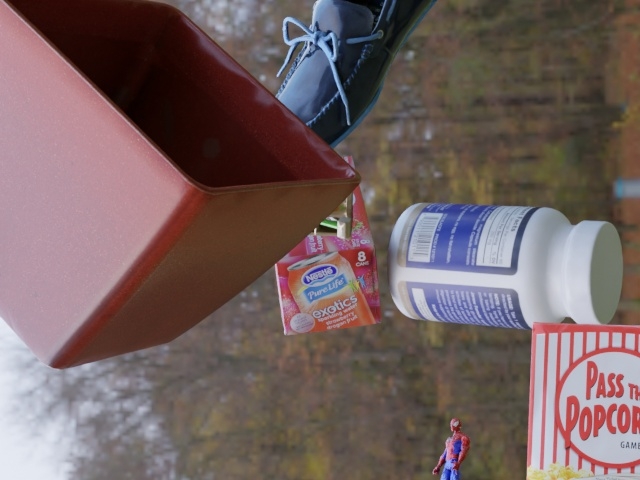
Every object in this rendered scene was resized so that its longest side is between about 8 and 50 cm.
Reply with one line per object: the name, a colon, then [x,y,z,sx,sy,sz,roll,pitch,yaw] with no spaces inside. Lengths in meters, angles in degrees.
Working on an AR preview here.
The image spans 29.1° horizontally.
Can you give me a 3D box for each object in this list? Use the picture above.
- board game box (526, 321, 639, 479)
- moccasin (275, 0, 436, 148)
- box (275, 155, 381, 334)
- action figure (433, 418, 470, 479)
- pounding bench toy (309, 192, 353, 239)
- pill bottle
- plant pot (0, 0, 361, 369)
board game box: [0.250,0.168,1.036,0.045,0.146,0.193,21,-110,-65]
moccasin: [0.025,-0.254,1.483,0.342,0.137,0.117,-61,-36,-21]
box: [0.000,0.000,1.626,0.257,0.128,0.123,-99,3,-59]
action figure: [0.142,0.247,1.332,0.030,0.038,0.115,26,-121,-26]
pounding bench toy: [0.000,-0.029,1.253,0.083,0.065,0.052,-83,-6,-67]
pill bottle: [0.230,0.033,1.534,0.153,0.264,0.153,-10,-78,-58]
plant pot: [-0.174,-0.042,1.065,0.236,0.267,0.267,-55,-20,21]
